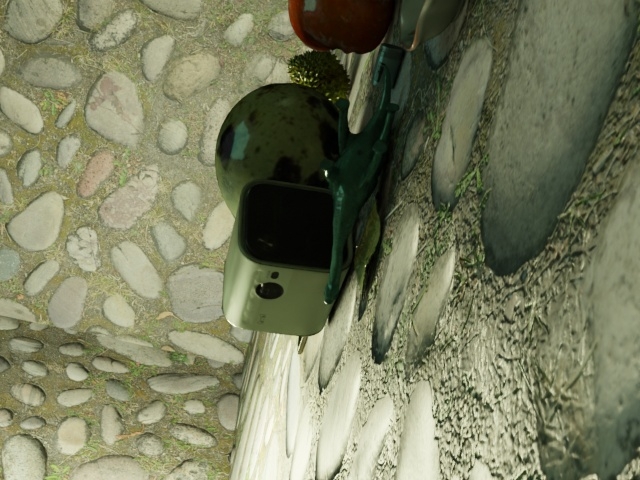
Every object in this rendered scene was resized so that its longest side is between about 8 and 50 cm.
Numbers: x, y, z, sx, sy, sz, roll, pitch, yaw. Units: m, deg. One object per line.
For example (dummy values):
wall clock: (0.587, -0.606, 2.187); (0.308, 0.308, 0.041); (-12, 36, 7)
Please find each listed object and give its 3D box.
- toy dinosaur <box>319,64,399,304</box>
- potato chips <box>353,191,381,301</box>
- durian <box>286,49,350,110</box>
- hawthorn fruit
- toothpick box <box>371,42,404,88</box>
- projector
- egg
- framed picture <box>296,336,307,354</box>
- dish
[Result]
toy dinosaur: (0.072, -0.106, 1.584); (0.331, 0.129, 0.384); (92, -163, -48)
potato chips: (0.089, 0.012, 1.502); (0.142, 0.026, 0.209); (119, 161, -56)
durian: (-0.005, -0.473, 2.440); (0.176, 0.200, 0.237); (-15, 72, 53)
hawthorn fruit: (0.045, -0.584, 1.955); (0.284, 0.284, 0.284); (-167, 90, -83)
toothpick box: (0.140, -0.365, 1.669); (0.052, 0.052, 0.083); (-92, 16, -65)
projector: (-0.079, 0.041, 1.789); (0.249, 0.248, 0.248); (110, 163, -47)
egg: (-0.092, -0.181, 1.980); (0.345, 0.344, 0.428); (-87, 7, -55)
framed picture: (-0.030, 0.164, 2.197); (0.250, 0.016, 0.184); (-87, 13, -53)
dish: (0.189, -0.404, 1.255); (0.229, 0.081, 0.230); (-171, 90, -83)
